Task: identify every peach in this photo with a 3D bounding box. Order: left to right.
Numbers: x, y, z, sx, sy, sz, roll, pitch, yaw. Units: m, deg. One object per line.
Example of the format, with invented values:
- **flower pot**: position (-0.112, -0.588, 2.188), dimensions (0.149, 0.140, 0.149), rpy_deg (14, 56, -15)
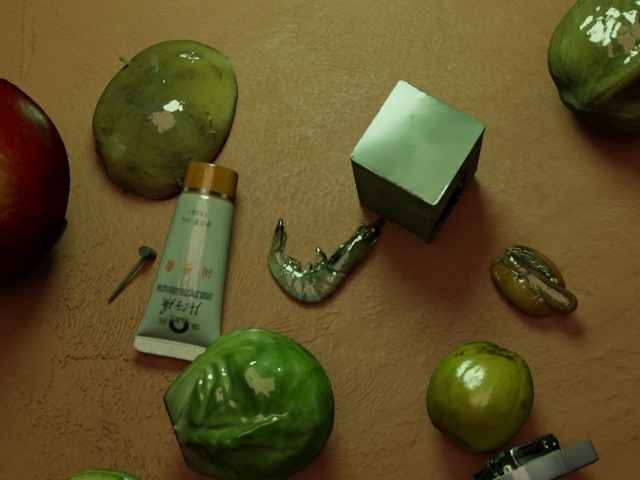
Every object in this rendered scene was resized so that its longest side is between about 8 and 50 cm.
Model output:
- **peach**: position (-0.542, -0.078, 1.434), dimensions (0.310, 0.406, 0.335), rpy_deg (44, 69, -15)

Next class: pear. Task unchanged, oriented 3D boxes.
- **pear**: position (0.232, 0.224, 1.357), dimensions (0.148, 0.149, 0.162), rpy_deg (28, 82, 13)

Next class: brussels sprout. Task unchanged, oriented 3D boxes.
- **brussels sprout**: position (-0.100, 0.245, 1.363), dimensions (0.244, 0.244, 0.244), rpy_deg (-2, 74, 6)

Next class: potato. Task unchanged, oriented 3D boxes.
- **potato**: position (-0.274, -0.226, 1.565), dimensions (0.239, 0.116, 0.299), rpy_deg (21, 76, 16)

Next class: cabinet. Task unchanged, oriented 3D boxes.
- **cabinet**: position (0.150, -0.111, 1.431), dimensions (0.150, 0.206, 0.145), rpy_deg (30, 79, 13)

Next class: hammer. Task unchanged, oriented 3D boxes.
- **hammer**: position (-0.310, 0.057, 1.527), dimensions (0.019, 0.035, 0.110), rpy_deg (38, 90, 16)

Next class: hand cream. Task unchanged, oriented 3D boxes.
- **hand cream**: position (-0.207, 0.034, 1.498), dimensions (0.139, 0.089, 0.314), rpy_deg (7, 83, 3)

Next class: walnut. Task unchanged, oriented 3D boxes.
- **walnut**: position (0.486, -0.300, 1.437), dimensions (0.227, 0.283, 0.283), rpy_deg (43, 81, -14)

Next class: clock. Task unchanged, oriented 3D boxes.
- **clock**: position (0.283, 0.323, 1.318), dimensions (0.198, 0.172, 0.064), rpy_deg (-9, 68, -36)

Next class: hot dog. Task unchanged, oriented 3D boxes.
- **hot dog**: position (0.328, 0.067, 1.437), dimensions (0.090, 0.060, 0.140), rpy_deg (-40, 77, -1)

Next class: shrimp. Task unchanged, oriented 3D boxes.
- **shrimp**: position (0.000, 0.001, 1.508), dimensions (0.148, 0.035, 0.195), rpy_deg (43, 84, 18)

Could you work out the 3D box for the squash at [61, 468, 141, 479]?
- **squash**: position (-0.346, 0.470, 1.398), dimensions (0.252, 0.049, 0.252), rpy_deg (-2, 74, 7)
